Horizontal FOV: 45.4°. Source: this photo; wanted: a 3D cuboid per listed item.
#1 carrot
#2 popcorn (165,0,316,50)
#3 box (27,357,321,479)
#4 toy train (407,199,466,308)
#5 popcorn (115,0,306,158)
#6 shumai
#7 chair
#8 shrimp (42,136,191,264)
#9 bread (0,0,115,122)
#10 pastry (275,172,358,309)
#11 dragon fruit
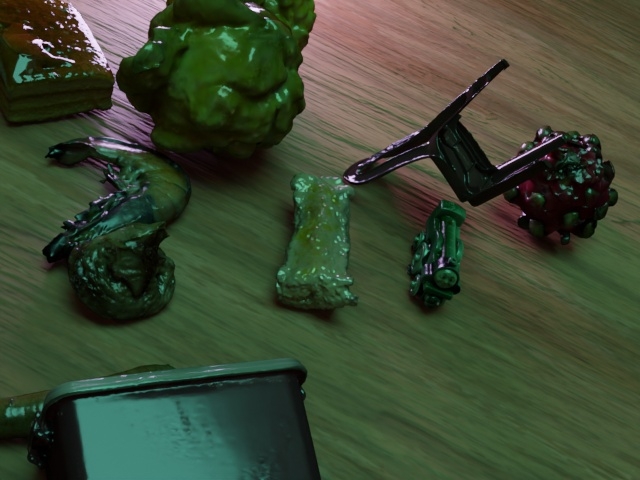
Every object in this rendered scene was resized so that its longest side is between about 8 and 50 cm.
[{"bbox_3d":[-0.302,0.195,0.869,0.298,0.078,0.078,-5,49,-21],"label":"carrot"},{"bbox_3d":[-0.138,-0.409,1.447,0.285,0.225,0.174,1,43,29],"label":"popcorn"},{"bbox_3d":[-0.143,0.245,0.799,0.294,0.193,0.168,-2,54,-27],"label":"box"},{"bbox_3d":[0.193,0.026,1.236,0.071,0.105,0.178,22,43,-10],"label":"toy train"},{"bbox_3d":[-0.162,-0.258,1.232,0.279,0.274,0.335,34,14,-14],"label":"popcorn"},{"bbox_3d":[-0.258,0.038,1.002,0.139,0.105,0.123,-2,68,-14],"label":"shumai"},{"bbox_3d":[0.221,-0.138,1.312,0.183,0.326,0.175,54,37,-4],"label":"chair"},{"bbox_3d":[-0.332,-0.071,1.125,0.222,0.054,0.290,33,43,9],"label":"shrimp"},{"bbox_3d":[-0.465,-0.309,1.262,0.184,0.111,0.234,-14,54,-35],"label":"bread"},{"bbox_3d":[-0.006,0.000,1.179,0.121,0.089,0.258,11,43,-10],"label":"pastry"},{"bbox_3d":[0.461,-0.113,1.425,0.272,0.198,0.218,-29,81,-41],"label":"dragon fruit"}]
